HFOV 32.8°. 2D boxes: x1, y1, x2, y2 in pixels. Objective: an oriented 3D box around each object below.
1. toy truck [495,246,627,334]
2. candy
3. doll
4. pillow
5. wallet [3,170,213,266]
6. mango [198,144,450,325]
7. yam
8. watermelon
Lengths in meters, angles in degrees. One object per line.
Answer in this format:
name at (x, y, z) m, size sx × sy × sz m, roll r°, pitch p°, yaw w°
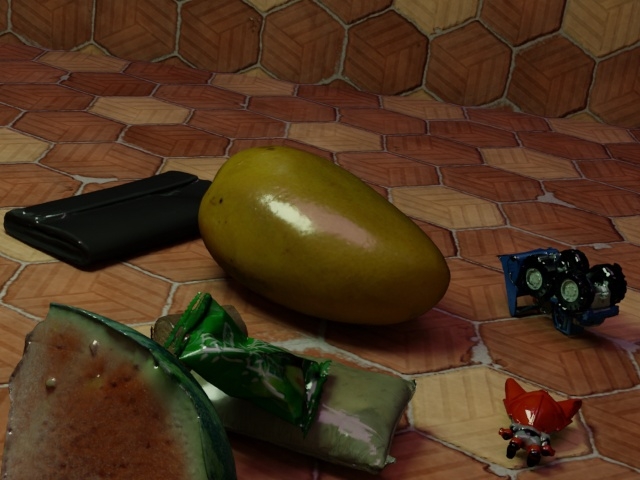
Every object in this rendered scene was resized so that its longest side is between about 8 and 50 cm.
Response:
toy truck at (0.399, 0.081, 1.823) m, size 0.113 × 0.126 × 0.208 m, roll -7°, pitch 22°, yaw -33°
candy at (-0.089, 0.151, 1.321) m, size 0.203 × 0.078 × 0.141 m, roll 32°, pitch 14°, yaw -7°
doll at (0.287, 0.241, 1.459) m, size 0.109 × 0.057 × 0.169 m, roll 16°, pitch 21°, yaw 15°
pillow at (-0.031, 0.205, 1.402) m, size 0.303 × 0.074 × 0.185 m, roll 12°, pitch 33°, yaw 14°
wallet at (-0.343, -0.049, 1.975) m, size 0.228 × 0.062 × 0.406 m, roll 22°, pitch 25°, yaw 33°
mango at (0.000, 0.000, 1.757) m, size 0.446 × 0.232 × 0.300 m, roll 28°, pitch 23°, yaw 26°
yam at (-0.170, 0.135, 1.541) m, size 0.127 × 0.084 × 0.084 m, roll -12°, pitch 29°, yaw -36°
watermelon at (-0.211, 0.192, 1.192) m, size 0.292 × 0.222 × 0.319 m, roll 7°, pitch 20°, yaw 12°
